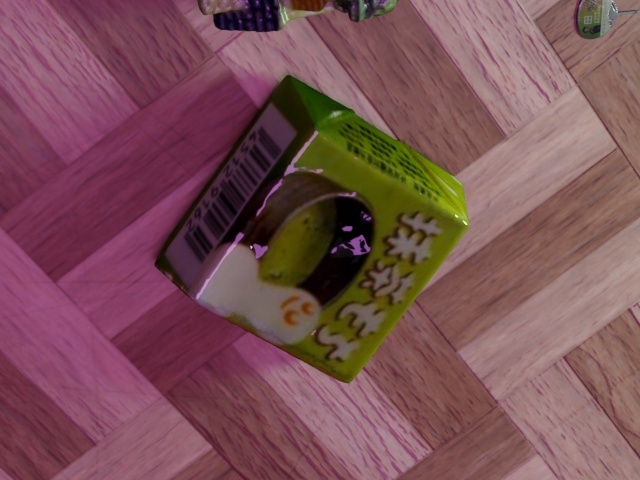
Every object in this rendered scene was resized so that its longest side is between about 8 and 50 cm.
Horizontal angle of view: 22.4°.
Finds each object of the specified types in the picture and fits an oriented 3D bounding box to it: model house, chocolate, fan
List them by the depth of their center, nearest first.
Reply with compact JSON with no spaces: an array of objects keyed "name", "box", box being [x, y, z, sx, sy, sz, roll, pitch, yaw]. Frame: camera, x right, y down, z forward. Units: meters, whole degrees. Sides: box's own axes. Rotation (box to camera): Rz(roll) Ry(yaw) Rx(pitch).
[{"name":"model house","box":[-0.043,-0.335,1.785,0.211,0.170,0.194,-15,121,-7]},{"name":"chocolate","box":[0.000,0.000,1.979,0.288,0.137,0.301,30,105,-26]},{"name":"fan","box":[0.352,-0.275,2.013,0.080,0.003,0.060,20,109,-23]}]
